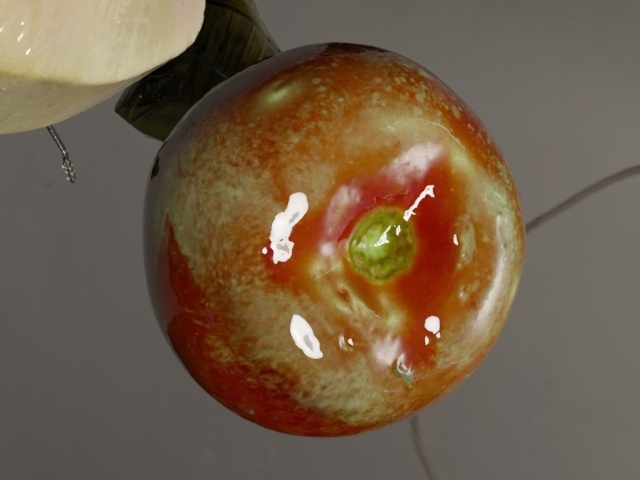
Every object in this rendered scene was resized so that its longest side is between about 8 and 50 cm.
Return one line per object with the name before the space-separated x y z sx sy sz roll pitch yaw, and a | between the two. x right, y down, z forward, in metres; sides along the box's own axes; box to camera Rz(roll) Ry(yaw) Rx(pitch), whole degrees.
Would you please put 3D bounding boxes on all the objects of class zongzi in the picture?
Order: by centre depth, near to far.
zongzi | -0.056 -0.181 1.488 0.221 0.112 0.242 23 79 19

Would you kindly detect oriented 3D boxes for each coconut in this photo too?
coconut | -0.181 -0.177 0.812 0.259 0.259 0.259 8 103 38

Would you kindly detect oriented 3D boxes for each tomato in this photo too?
tomato | 0.000 0.000 1.058 0.222 0.270 0.270 -170 74 -66

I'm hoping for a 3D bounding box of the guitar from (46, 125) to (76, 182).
guitar | -0.354 -0.167 1.835 0.025 0.088 0.233 -20 117 12
